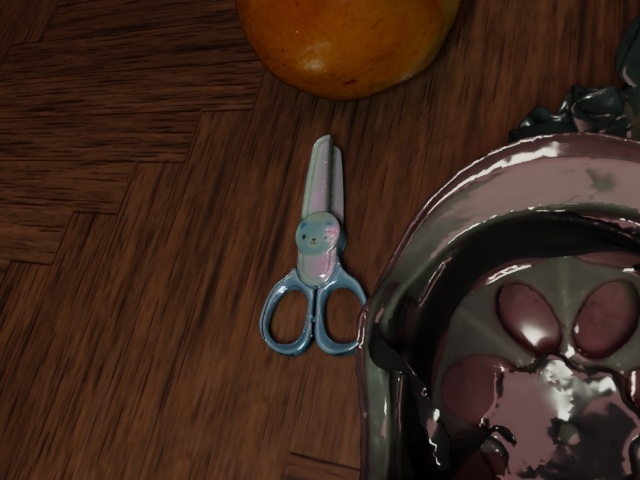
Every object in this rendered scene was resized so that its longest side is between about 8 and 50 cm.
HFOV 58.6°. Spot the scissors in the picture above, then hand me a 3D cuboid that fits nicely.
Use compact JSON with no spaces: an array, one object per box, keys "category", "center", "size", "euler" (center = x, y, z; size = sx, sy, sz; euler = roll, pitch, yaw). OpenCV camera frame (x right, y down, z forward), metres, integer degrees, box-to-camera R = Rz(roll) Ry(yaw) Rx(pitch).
[{"category":"scissors","center":[0.000,0.000,0.633],"size":[0.125,0.030,0.255],"euler":[-5,67,22]}]

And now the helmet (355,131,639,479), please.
[{"category":"helmet","center":[0.175,0.117,0.404],"size":[0.271,0.197,0.338],"euler":[-5,65,28]}]

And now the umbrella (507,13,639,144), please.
[{"category":"umbrella","center":[0.339,-0.154,0.523],"size":[0.349,0.094,0.143],"euler":[-42,87,4]}]

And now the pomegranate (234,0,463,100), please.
[{"category":"pomegranate","center":[0.036,-0.292,0.630],"size":[0.265,0.264,0.264],"euler":[-9,63,19]}]
